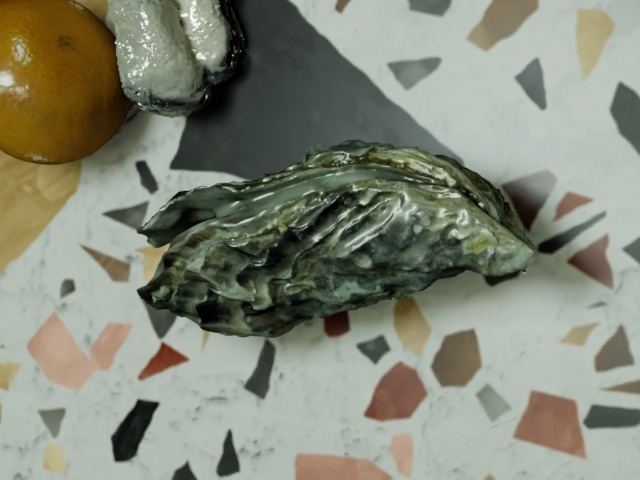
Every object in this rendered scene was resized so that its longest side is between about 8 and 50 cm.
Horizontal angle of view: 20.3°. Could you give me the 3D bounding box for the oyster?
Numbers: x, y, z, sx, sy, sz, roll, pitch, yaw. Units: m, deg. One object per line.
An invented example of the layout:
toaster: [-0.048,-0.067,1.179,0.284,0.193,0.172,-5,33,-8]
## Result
oyster: [0.006,-0.001,1.407,0.351,0.162,0.158,-4,105,26]

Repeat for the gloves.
gloves: [-0.126,-0.181,1.528,0.070,0.114,0.153,-23,75,58]

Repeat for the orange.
orange: [-0.241,-0.137,1.542,0.156,0.156,0.124,60,139,16]
